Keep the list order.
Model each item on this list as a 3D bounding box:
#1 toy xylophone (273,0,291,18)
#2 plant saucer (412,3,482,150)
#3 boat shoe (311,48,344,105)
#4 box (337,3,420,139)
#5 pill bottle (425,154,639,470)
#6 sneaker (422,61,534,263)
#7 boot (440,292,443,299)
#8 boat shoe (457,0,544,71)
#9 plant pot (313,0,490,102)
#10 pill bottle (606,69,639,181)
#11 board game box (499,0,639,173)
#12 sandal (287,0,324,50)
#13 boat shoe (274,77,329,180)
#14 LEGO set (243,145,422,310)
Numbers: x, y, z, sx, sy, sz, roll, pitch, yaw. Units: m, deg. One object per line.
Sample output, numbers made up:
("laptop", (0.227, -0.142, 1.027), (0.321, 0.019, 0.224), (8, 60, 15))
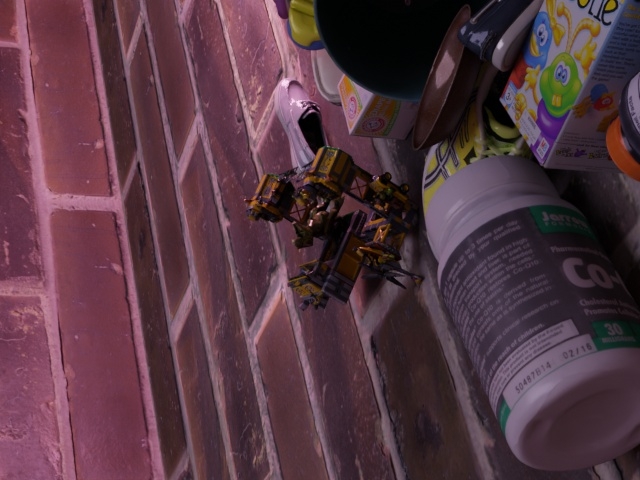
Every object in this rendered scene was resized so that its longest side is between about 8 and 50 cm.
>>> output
("toy xylophone", (0.009, -0.509, 2.054), (0.322, 0.081, 0.236), (-55, -11, 0))
("plant saucer", (0.169, -0.204, 1.610), (0.198, 0.036, 0.198), (-162, 90, -83))
("boat shoe", (0.036, -0.389, 2.193), (0.116, 0.097, 0.324), (-11, 78, 21))
("box", (0.116, -0.268, 2.005), (0.203, 0.103, 0.114), (121, 145, -49))
("pill bottle", (0.261, 0.077, 1.500), (0.361, 0.204, 0.204), (-111, 32, -42))
("sneaker", (0.215, -0.122, 1.654), (0.147, 0.145, 0.384), (-68, -11, -67))
("boot", (0.204, 0.086, 1.854), (0.087, 0.042, 0.118), (166, 106, -73))
("boat shoe", (0.265, -0.314, 1.521), (0.079, 0.254, 0.095), (36, 168, 18))
("plant pot", (0.131, -0.375, 1.772), (0.235, 0.293, 0.293), (-96, 18, -61))
("pill bottle", (0.397, -0.152, 1.292), (0.245, 0.130, 0.130), (130, 137, -56))
("board game box", (0.338, -0.228, 1.422), (0.142, 0.144, 0.275), (-112, 34, -45))
("sandal", (0.060, -0.407, 2.023), (0.126, 0.317, 0.138), (36, 153, 13))
("boat shoe", (-0.025, -0.224, 2.389), (0.081, 0.079, 0.227), (-43, 53, 47))
("LEGO set", (0.000, 0.000, 2.058), (0.331, 0.255, 0.192), (-9, 52, 56))
